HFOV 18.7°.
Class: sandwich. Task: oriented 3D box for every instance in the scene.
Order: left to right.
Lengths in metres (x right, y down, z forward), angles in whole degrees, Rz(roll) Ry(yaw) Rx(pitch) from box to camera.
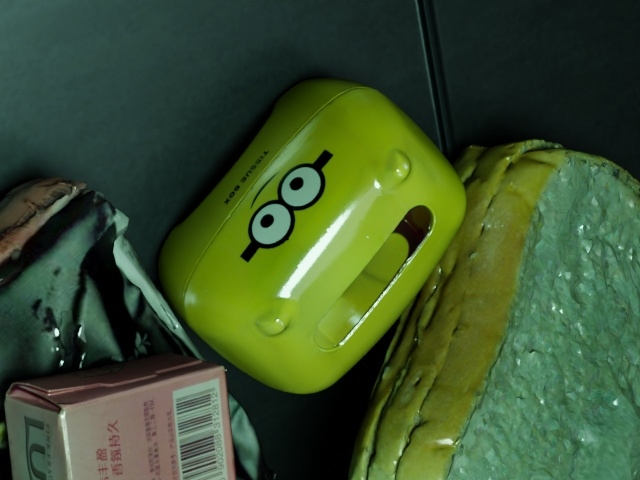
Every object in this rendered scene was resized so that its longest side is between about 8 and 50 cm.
[{"bbox_3d":[0.151,0.106,1.218,0.271,0.099,0.301,41,60,-39],"label":"sandwich"}]

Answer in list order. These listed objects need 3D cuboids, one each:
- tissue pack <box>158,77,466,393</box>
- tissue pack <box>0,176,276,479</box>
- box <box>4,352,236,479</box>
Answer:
[{"bbox_3d":[0.000,0.000,1.143,0.178,0.127,0.123,-51,127,-3],"label":"tissue pack"},{"bbox_3d":[-0.183,0.151,1.048,0.332,0.123,0.245,-49,129,-31],"label":"tissue pack"},{"bbox_3d":[-0.100,0.141,1.007,0.111,0.060,0.156,-12,101,-42],"label":"box"}]
